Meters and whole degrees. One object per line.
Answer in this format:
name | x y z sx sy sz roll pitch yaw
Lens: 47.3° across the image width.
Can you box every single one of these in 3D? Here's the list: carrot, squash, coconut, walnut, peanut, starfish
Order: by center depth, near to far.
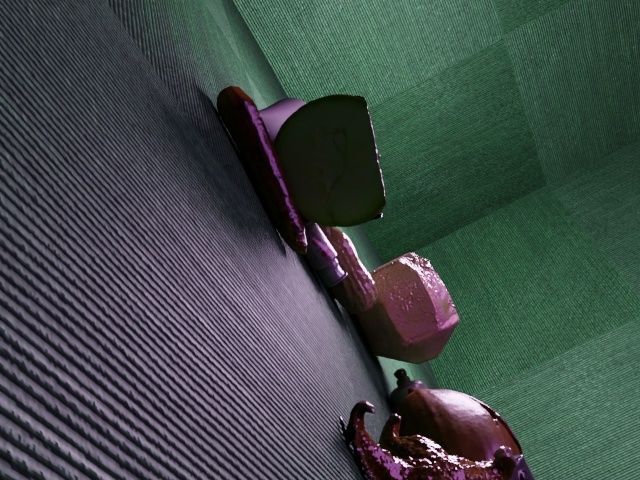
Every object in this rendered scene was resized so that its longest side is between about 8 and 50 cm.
starfish | 0.148 0.322 1.001 0.303 0.113 0.312 28 16 -13
carrot | -0.092 -0.118 1.256 0.314 0.066 0.066 65 6 5
walnut | 0.239 0.371 1.316 0.209 0.209 0.336 58 0 -35
squash | 0.045 -0.145 1.408 0.309 0.210 0.233 -18 96 -72
peanut | 0.042 0.055 1.494 0.214 0.090 0.098 62 -4 -18
coconut | 0.196 0.167 1.683 0.245 0.233 0.233 60 6 4

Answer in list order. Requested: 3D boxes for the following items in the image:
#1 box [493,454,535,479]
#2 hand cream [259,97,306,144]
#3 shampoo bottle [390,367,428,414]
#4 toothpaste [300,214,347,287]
box | 0.264 0.460 1.079 0.270 0.045 0.210 -22 85 -43
hand cream | -0.084 -0.216 1.538 0.358 0.118 0.185 -73 144 -68
shampoo bottle | 0.206 0.369 1.521 0.118 0.087 0.234 56 9 -53
toothpaste | -0.031 -0.019 1.393 0.234 0.057 0.089 57 28 -12
